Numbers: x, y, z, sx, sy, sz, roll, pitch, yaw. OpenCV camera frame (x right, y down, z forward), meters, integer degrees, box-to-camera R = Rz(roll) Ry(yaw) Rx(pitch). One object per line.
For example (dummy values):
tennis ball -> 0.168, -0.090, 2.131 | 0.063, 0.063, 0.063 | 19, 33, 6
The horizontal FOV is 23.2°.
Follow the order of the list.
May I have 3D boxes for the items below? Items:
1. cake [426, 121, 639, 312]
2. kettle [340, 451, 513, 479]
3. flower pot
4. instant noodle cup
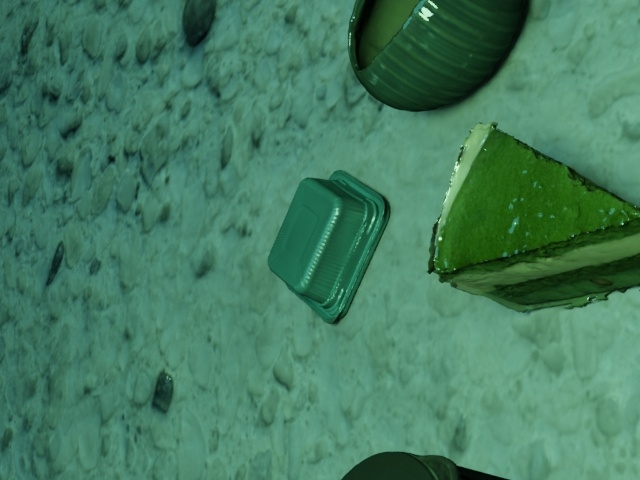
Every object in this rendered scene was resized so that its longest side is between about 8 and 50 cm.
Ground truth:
cake -> 0.266, -0.043, 1.591 | 0.283, 0.158, 0.172 | -15, 62, 49
kettle -> 0.139, 0.325, 1.462 | 0.262, 0.308, 0.203 | -29, 49, 43
flower pot -> 0.138, -0.264, 1.868 | 0.243, 0.157, 0.189 | -46, 43, 31
instant noodle cup -> 0.000, 0.000, 2.021 | 0.157, 0.070, 0.179 | 37, 107, 56
